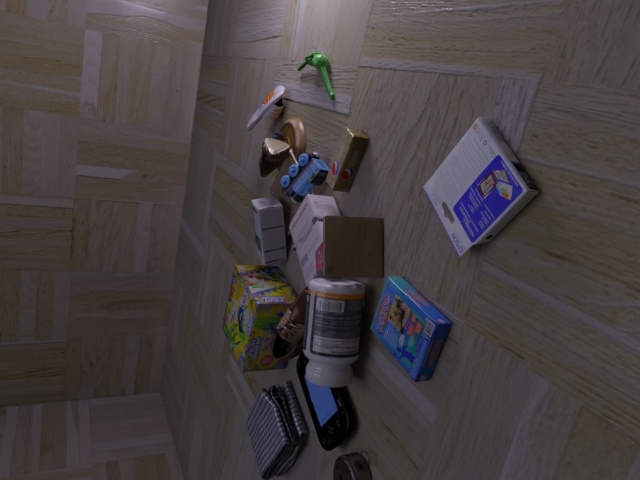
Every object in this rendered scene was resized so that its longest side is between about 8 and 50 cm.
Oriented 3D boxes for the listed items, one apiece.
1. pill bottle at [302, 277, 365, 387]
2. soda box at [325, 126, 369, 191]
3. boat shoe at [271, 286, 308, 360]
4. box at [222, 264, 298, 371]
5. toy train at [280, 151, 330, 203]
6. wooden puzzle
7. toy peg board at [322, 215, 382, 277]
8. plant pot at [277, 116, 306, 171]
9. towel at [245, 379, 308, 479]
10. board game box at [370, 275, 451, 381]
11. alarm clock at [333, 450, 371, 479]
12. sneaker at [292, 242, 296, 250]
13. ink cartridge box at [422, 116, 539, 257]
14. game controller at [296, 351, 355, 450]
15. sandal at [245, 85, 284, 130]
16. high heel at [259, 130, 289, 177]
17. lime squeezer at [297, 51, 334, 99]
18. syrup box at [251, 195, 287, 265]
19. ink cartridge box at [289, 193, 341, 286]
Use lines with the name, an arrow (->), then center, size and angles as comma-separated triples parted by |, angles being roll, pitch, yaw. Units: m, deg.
pill bottle -> 0.035, 0.251, 1.379 | 0.162, 0.162, 0.278 | 13, 99, 61
soda box -> 0.078, -0.235, 1.454 | 0.061, 0.058, 0.181 | 60, 138, 46
boat shoe -> -0.076, 0.282, 1.597 | 0.123, 0.116, 0.324 | 39, 130, 25
box -> -0.225, 0.282, 1.843 | 0.279, 0.177, 0.289 | 48, 128, 53
toy train -> -0.054, -0.201, 1.619 | 0.184, 0.080, 0.105 | -47, 61, 24
wooden puzzle -> -0.101, -0.172, 1.779 | 0.221, 0.044, 0.238 | -55, 47, 45
toy peg board -> 0.079, 0.020, 1.338 | 0.079, 0.161, 0.161 | 161, 110, -76
plant pot -> -0.121, -0.347, 1.861 | 0.236, 0.033, 0.236 | -8, 81, 62
towel -> -0.166, 0.673, 1.757 | 0.283, 0.122, 0.235 | -65, 36, 34
board game box -> 0.208, 0.205, 1.182 | 0.210, 0.047, 0.160 | 47, 129, 53
alarm clock -> 0.090, 0.640, 1.352 | 0.129, 0.064, 0.192 | 58, 133, 47
sneaker -> -0.065, -0.009, 1.720 | 0.119, 0.047, 0.057 | -42, 40, 51
ink cartridge box -> 0.315, -0.105, 1.012 | 0.208, 0.045, 0.206 | -56, 41, 43
game controller -> 0.009, 0.461, 1.508 | 0.166, 0.067, 0.319 | -63, 37, 37
sandal -> -0.203, -0.513, 1.979 | 0.265, 0.076, 0.101 | -34, 34, 43
high heel -> -0.183, -0.280, 1.797 | 0.261, 0.093, 0.186 | -91, 22, -65
lime squeezer -> -0.011, -0.584, 1.675 | 0.310, 0.059, 0.109 | 54, 164, 47
syrup box -> -0.188, -0.034, 1.824 | 0.093, 0.097, 0.236 | -130, 33, -54
ink cartridge box -> 0.000, 0.000, 1.531 | 0.172, 0.100, 0.237 | -57, 42, 43
